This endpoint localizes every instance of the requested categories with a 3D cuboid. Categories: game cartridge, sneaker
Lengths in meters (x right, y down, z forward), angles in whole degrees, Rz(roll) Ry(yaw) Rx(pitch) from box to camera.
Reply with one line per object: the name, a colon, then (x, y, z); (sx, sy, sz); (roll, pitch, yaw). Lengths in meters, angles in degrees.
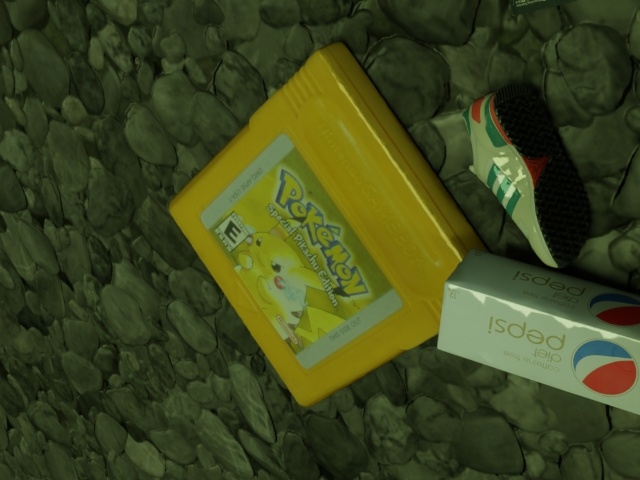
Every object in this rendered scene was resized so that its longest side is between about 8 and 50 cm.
game cartridge: (0.000, 0.000, 1.098); (0.285, 0.052, 0.323); (55, 139, 4)
sneaker: (0.170, -0.052, 0.912); (0.075, 0.057, 0.161); (-7, 110, 63)

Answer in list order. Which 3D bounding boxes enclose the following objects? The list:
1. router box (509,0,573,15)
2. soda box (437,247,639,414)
router box: (0.188, -0.226, 0.795); (0.122, 0.038, 0.092); (-6, 109, 45)
soda box: (0.211, 0.078, 0.897); (0.216, 0.069, 0.074); (16, 124, 22)
